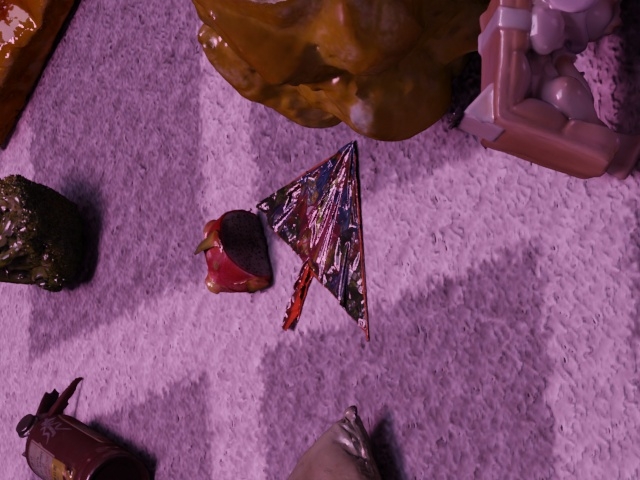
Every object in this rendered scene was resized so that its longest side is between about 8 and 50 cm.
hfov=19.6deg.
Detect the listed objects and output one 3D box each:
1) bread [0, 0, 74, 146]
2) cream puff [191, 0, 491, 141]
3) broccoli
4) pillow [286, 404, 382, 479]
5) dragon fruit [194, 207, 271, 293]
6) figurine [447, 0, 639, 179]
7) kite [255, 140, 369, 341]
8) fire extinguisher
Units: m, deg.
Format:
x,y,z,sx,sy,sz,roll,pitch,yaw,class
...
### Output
x,y,z,sx,sy,sz,roll,pitch,yaw,class
-0.372,-0.281,2.203,0.380,0.109,0.185,-56,40,32,bread
-0.017,-0.233,1.491,0.274,0.270,0.323,-45,46,50,cream puff
-0.331,-0.003,2.051,0.162,0.138,0.146,19,133,62,broccoli
0.021,0.304,1.482,0.185,0.075,0.302,-52,40,35,pillow
-0.086,0.014,1.730,0.056,0.060,0.083,-39,54,43,dragon fruit
0.178,-0.167,1.300,0.162,0.141,0.237,92,-170,-80,figurine
0.000,0.000,1.644,0.232,0.009,0.189,46,121,52,kite
-0.250,0.218,1.951,0.252,0.106,0.075,19,137,59,fire extinguisher
